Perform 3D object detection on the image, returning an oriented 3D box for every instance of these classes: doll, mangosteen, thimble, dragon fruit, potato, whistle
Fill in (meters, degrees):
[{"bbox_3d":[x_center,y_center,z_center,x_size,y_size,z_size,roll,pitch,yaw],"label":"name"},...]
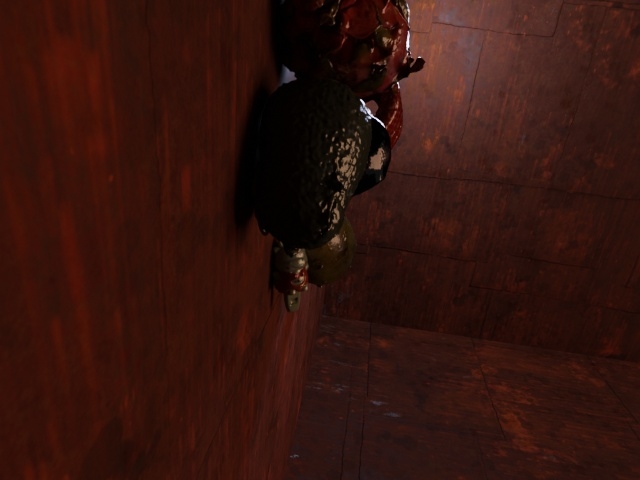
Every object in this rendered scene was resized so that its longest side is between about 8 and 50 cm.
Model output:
[{"bbox_3d":[-0.025,-0.148,0.815,0.247,0.248,0.349,86,9,-67],"label":"doll"},{"bbox_3d":[0.049,-0.254,1.087,0.233,0.288,0.287,-139,-123,-87],"label":"mangosteen"},{"bbox_3d":[0.138,-0.466,1.510,0.230,0.351,0.349,47,50,-68],"label":"thimble"},{"bbox_3d":[0.050,-0.486,0.875,0.263,0.315,0.295,41,47,-65],"label":"dragon fruit"},{"bbox_3d":[-0.006,0.017,1.347,0.359,0.220,0.269,32,71,-74],"label":"potato"},{"bbox_3d":[-0.086,0.097,1.170,0.105,0.102,0.253,-91,-179,-64],"label":"whistle"}]

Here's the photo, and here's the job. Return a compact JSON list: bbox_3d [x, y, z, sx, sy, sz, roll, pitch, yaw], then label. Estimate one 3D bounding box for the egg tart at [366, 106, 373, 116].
[{"bbox_3d":[0.128,-0.426,1.751,0.128,0.319,0.318,28,63,-40],"label":"egg tart"}]
